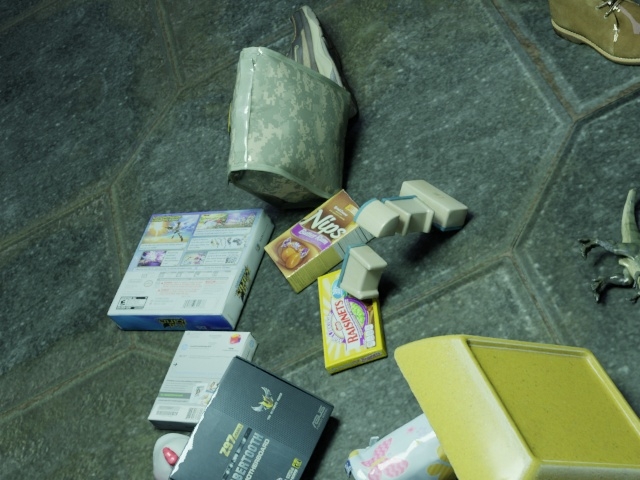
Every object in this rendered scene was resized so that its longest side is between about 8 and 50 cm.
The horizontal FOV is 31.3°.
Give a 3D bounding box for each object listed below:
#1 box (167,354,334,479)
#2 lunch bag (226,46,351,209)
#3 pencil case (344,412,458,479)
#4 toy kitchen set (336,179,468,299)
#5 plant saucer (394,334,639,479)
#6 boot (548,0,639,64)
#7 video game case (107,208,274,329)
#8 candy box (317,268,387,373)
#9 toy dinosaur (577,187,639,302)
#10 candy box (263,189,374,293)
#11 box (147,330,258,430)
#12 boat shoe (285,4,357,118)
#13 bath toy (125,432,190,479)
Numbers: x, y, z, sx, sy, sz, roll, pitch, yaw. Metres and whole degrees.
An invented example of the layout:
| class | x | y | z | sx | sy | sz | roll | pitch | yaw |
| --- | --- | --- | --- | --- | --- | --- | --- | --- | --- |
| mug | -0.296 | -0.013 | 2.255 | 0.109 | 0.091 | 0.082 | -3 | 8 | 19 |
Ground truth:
| class | x | y | z | sx | sy | sz | roll | pitch | yaw |
| --- | --- | --- | --- | --- | --- | --- | --- | --- | --- |
| box | -0.108 | 0.322 | 1.794 | 0.183 | 0.059 | 0.233 | 27 | 62 | 3 |
| lunch bag | -0.080 | -0.202 | 2.110 | 0.168 | 0.287 | 0.235 | -2 | 75 | 30 |
| pencil case | 0.174 | 0.297 | 1.676 | 0.273 | 0.113 | 0.124 | -32 | 23 | 3 |
| toy kitchen set | 0.125 | -0.002 | 1.990 | 0.207 | 0.166 | 0.122 | -6 | 31 | -40 |
| plant saucer | 0.303 | 0.239 | 1.507 | 0.081 | 0.332 | 0.333 | -65 | 32 | 29 |
| boot | 0.535 | -0.407 | 2.091 | 0.112 | 0.115 | 0.305 | -46 | 45 | -16 |
| video game case | -0.246 | 0.056 | 2.188 | 0.269 | 0.061 | 0.244 | -2 | 53 | 30 |
| candy box | 0.052 | 0.129 | 1.965 | 0.105 | 0.027 | 0.206 | -22 | 43 | 16 |
| toy dinosaur | 0.470 | 0.030 | 1.777 | 0.118 | 0.064 | 0.268 | -16 | 43 | 10 |
| candy box | 0.000 | 0.000 | 2.096 | 0.186 | 0.053 | 0.109 | -36 | 42 | -4 |
| box | -0.206 | 0.246 | 2.009 | 0.145 | 0.038 | 0.186 | -2 | 52 | 30 |
| boat shoe | -0.029 | -0.364 | 2.386 | 0.130 | 0.132 | 0.355 | -26 | 42 | 9 |
| bath toy | -0.310 | 0.452 | 1.821 | 0.151 | 0.129 | 0.348 | 43 | 79 | 12 |
